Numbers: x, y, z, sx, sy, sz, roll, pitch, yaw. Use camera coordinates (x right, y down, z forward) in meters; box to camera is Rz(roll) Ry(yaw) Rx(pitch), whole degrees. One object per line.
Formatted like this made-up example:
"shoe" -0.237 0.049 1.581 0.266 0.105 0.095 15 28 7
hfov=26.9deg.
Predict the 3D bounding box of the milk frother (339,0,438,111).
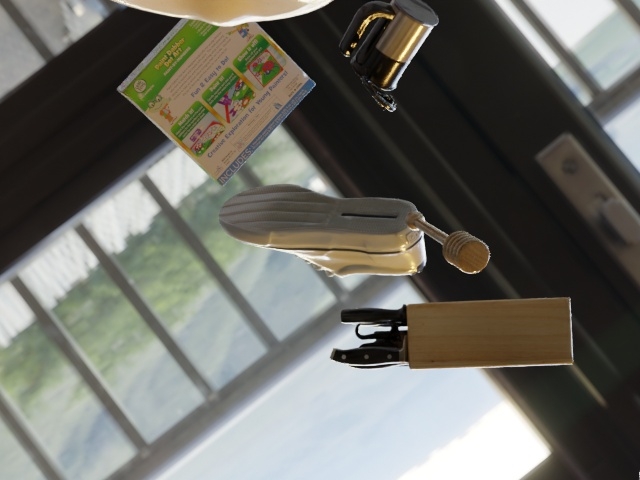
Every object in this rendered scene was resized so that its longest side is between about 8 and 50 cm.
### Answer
"milk frother" 0.115 -0.289 2.064 0.129 0.143 0.134 -5 138 -45

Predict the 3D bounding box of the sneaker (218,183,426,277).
"sneaker" 0.000 0.000 1.539 0.094 0.258 0.091 -54 141 -39

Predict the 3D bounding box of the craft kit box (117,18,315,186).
"craft kit box" -0.178 -0.266 2.311 0.250 0.246 0.061 -47 -155 -5

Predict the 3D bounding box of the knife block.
"knife block" 0.158 0.125 1.750 0.242 0.088 0.276 1 174 -37

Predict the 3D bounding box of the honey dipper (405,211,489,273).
"honey dipper" 0.108 -0.003 1.186 0.030 0.030 0.161 -38 -162 -3

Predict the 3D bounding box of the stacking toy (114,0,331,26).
"stacking toy" -0.119 -0.518 1.563 0.351 0.480 0.350 4 172 1
